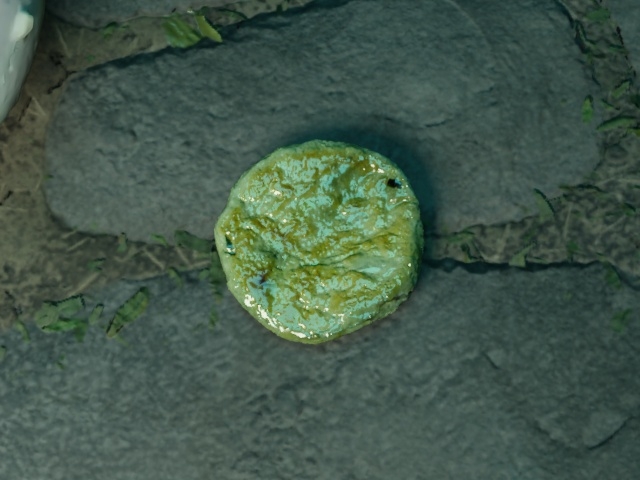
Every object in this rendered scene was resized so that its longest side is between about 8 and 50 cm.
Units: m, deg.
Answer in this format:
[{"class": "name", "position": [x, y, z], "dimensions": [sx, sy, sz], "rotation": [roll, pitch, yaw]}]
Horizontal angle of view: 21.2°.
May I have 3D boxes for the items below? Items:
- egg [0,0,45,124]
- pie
[{"class": "egg", "position": [-0.382, -0.207, 1.416], "dimensions": [0.354, 0.354, 0.340], "rotation": [-23, 86, -8]}, {"class": "pie", "position": [0.000, 0.000, 1.475], "dimensions": [0.187, 0.041, 0.187], "rotation": [0, 69, 0]}]
